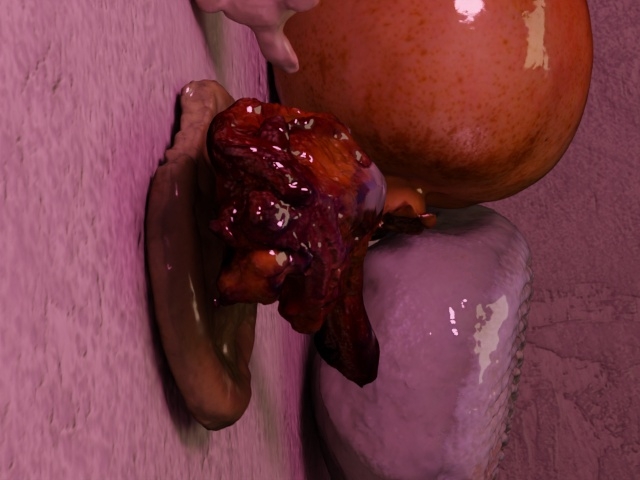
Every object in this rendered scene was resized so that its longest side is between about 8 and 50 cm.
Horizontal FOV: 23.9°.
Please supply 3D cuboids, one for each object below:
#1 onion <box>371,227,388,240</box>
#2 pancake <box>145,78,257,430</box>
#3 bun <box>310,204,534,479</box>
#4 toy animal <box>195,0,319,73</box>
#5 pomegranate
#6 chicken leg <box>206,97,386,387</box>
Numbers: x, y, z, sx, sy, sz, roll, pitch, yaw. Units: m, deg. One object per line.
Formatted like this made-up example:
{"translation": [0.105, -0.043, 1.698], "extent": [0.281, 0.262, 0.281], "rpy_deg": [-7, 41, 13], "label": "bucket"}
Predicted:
{"translation": [0.032, -0.047, 1.517], "extent": [0.107, 0.097, 0.107], "rpy_deg": [49, -21, 26], "label": "onion"}
{"translation": [-0.066, 0.007, 0.989], "extent": [0.236, 0.042, 0.222], "rpy_deg": [-68, 151, -73], "label": "pancake"}
{"translation": [0.093, 0.132, 1.460], "extent": [0.354, 0.194, 0.354], "rpy_deg": [12, 90, -77], "label": "bun"}
{"translation": [-0.039, -0.238, 1.060], "extent": [0.184, 0.104, 0.185], "rpy_deg": [72, 13, -56], "label": "toy animal"}
{"translation": [0.097, -0.159, 1.328], "extent": [0.319, 0.319, 0.319], "rpy_deg": [-2, 90, -81], "label": "pomegranate"}
{"translation": [0.000, 0.000, 0.991], "extent": [0.407, 0.096, 0.157], "rpy_deg": [65, 21, -72], "label": "chicken leg"}
